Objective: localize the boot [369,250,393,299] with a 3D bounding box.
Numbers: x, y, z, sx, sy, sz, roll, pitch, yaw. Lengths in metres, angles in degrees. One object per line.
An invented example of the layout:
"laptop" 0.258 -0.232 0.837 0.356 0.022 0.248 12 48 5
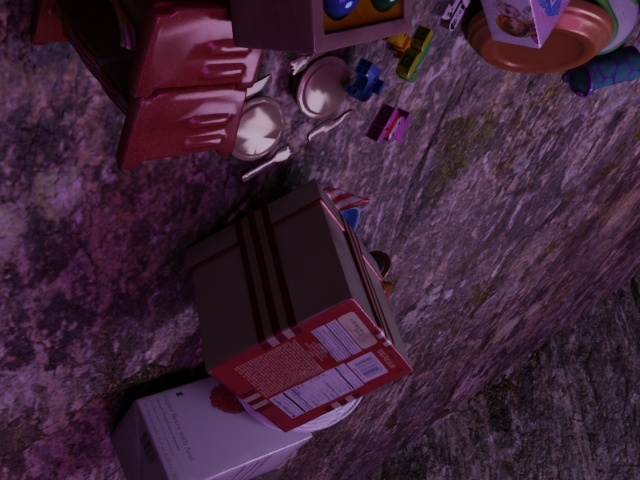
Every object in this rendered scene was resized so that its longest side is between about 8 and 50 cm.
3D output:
"boot" 0.099 0.087 1.438 0.152 0.073 0.197 5 142 -48

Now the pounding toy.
"pounding toy" -0.020 -0.227 0.517 0.206 0.094 0.181 -28 123 -45

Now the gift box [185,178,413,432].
"gift box" -0.013 0.084 1.079 0.276 0.258 0.255 -25 137 7

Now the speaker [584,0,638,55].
"speaker" 0.354 -0.363 1.023 0.131 0.131 0.296 -47 149 15

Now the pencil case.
"pencil case" 0.516 -0.305 1.342 0.151 0.064 0.070 -21 131 -26

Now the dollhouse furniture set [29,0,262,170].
"dollhouse furniture set" -0.251 -0.165 0.572 0.374 0.201 0.152 -13 142 -38

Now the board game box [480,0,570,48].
"board game box" 0.235 -0.416 0.721 0.318 0.065 0.319 -57 143 -13

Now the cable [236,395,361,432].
"cable" -0.030 0.217 1.322 0.257 0.089 0.257 -45 112 -23

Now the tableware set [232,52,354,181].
"tableware set" -0.046 -0.174 0.949 0.194 0.039 0.128 -34 139 -18

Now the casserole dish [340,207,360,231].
"casserole dish" 0.000 0.000 1.241 0.114 0.037 0.188 -18 144 -31

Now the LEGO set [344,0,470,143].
"LEGO set" 0.110 -0.235 0.972 0.227 0.087 0.093 -61 154 4

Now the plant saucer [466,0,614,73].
"plant saucer" 0.307 -0.282 1.047 0.200 0.199 0.037 19 74 -56

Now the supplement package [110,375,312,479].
"supplement package" -0.199 0.358 1.360 0.292 0.178 0.175 -12 153 -39
